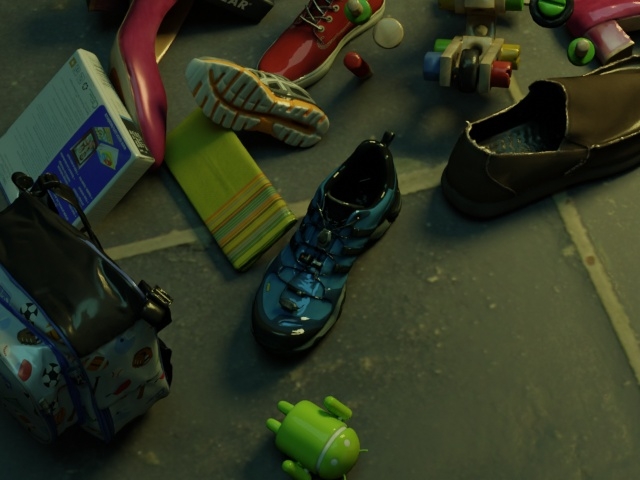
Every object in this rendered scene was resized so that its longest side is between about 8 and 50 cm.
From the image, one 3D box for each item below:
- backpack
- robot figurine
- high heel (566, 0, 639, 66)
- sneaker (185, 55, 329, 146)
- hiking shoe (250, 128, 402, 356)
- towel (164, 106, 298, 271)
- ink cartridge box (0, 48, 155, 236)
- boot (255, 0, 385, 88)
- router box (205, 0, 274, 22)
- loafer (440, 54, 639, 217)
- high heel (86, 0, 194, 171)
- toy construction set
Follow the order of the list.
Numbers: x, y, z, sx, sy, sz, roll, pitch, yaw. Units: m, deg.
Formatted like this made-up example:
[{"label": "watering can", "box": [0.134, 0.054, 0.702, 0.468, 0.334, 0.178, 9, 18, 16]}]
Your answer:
[{"label": "backpack", "box": [-0.285, 0.108, 1.492, 0.213, 0.263, 0.276, -37, 55, -13]}, {"label": "robot figurine", "box": [-0.005, 0.228, 1.516, 0.115, 0.067, 0.101, 31, 80, 20]}, {"label": "high heel", "box": [0.465, -0.344, 1.879, 0.244, 0.082, 0.117, -31, 70, -3]}, {"label": "sneaker", "box": [-0.090, -0.193, 1.760, 0.215, 0.084, 0.083, 24, 31, -34]}, {"label": "hiking shoe", "box": [0.000, 0.000, 1.630, 0.113, 0.132, 0.304, 22, 59, 16]}, {"label": "towel", "box": [-0.124, -0.074, 1.729, 0.102, 0.021, 0.237, -40, 60, 8]}, {"label": "ink cartridge box", "box": [-0.331, -0.109, 1.734, 0.208, 0.045, 0.206, -43, 58, 19]}, {"label": "boot", "box": [-0.002, -0.325, 1.825, 0.088, 0.176, 0.244, 35, 65, 21]}, {"label": "router box", "box": [-0.158, -0.398, 1.896, 0.179, 0.046, 0.133, 16, 45, -38]}, {"label": "loafer", "box": [0.328, -0.150, 1.721, 0.366, 0.130, 0.134, -28, 60, -16]}, {"label": "high heel", "box": [-0.210, -0.258, 1.829, 0.181, 0.127, 0.377, -3, 61, -22]}, {"label": "toy construction set", "box": [0.184, -0.301, 1.825, 0.309, 0.237, 0.257, -21, 87, 8]}]
